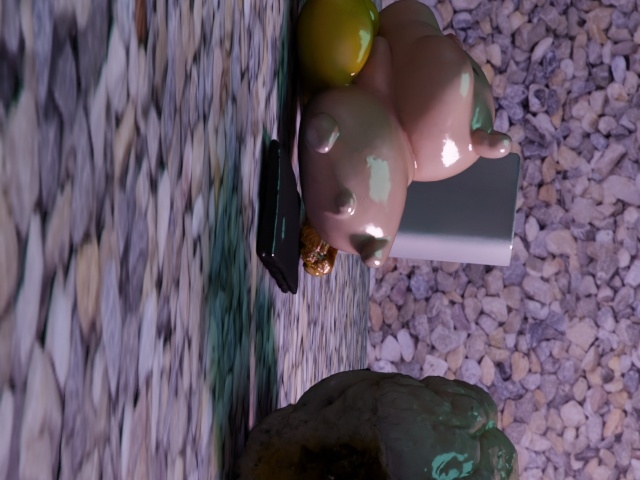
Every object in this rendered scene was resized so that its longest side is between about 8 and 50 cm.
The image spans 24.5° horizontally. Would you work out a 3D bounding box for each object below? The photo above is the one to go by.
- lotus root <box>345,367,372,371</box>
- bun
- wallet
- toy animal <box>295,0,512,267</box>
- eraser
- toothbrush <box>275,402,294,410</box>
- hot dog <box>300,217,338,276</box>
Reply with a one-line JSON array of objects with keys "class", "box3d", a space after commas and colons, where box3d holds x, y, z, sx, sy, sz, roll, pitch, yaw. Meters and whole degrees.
[{"class": "lotus root", "box3d": [0.024, 0.242, 1.603, 0.314, 0.141, 0.169, 106, 10, -53]}, {"class": "bun", "box3d": [0.051, 0.228, 1.392, 0.281, 0.281, 0.205, 86, 1, -52]}, {"class": "wallet", "box3d": [-0.038, -0.021, 1.567, 0.244, 0.025, 0.124, 67, 26, -78]}, {"class": "toy animal", "box3d": [0.095, -0.162, 1.707, 0.345, 0.247, 0.277, -87, 173, -55]}, {"class": "eraser", "box3d": [0.148, -0.059, 2.209, 0.104, 0.290, 0.189, 88, 10, -48]}, {"class": "toothbrush", "box3d": [-0.051, 0.199, 1.558, 0.257, 0.024, 0.018, -24, 96, -84]}, {"class": "hot dog", "box3d": [0.000, 0.000, 1.915, 0.165, 0.045, 0.071, -70, 164, -74]}]
